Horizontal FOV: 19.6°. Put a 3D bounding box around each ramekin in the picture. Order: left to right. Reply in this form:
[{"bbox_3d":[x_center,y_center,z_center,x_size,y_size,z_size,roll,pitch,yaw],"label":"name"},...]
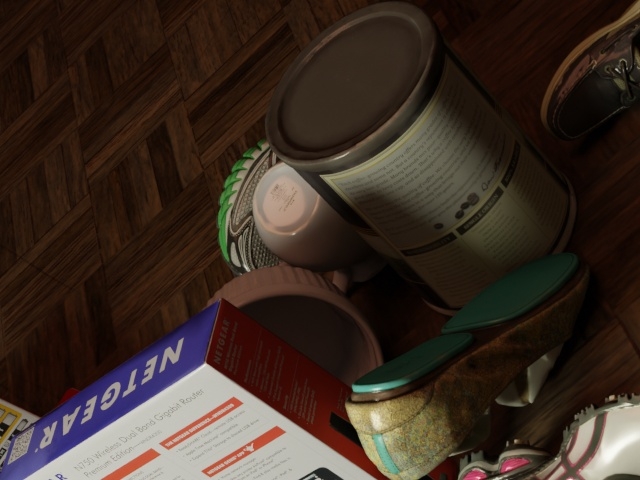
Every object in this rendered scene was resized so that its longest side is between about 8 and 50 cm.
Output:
[{"bbox_3d":[-0.042,0.124,1.950,0.207,0.207,0.109,-45,23,10],"label":"ramekin"}]

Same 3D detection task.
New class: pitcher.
[{"bbox_3d":[0.000,0.000,2.026,0.125,0.207,0.177,32,94,31],"label":"pitcher"}]

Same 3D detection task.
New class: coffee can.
[{"bbox_3d":[0.105,-0.078,1.873,0.201,0.275,0.201,-26,40,25],"label":"coffee can"}]

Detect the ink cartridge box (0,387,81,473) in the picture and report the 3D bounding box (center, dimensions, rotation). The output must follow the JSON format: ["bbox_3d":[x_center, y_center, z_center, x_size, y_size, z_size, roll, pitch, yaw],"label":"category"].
[{"bbox_3d":[-0.361,0.287,2.259,0.309,0.130,0.272,11,65,57],"label":"ink cartridge box"}]

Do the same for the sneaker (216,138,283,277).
[{"bbox_3d":[0.006,-0.090,2.177,0.343,0.134,0.146,-55,31,-8],"label":"sneaker"}]

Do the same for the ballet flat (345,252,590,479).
[{"bbox_3d":[0.151,0.122,1.740,0.123,0.123,0.348,-17,9,43],"label":"ballet flat"}]

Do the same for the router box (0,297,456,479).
[{"bbox_3d":[-0.093,0.230,1.766,0.335,0.301,0.082,-33,31,37],"label":"router box"}]

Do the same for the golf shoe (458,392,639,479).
[{"bbox_3d":[0.240,0.214,1.602,0.273,0.105,0.120,-31,50,40],"label":"golf shoe"}]

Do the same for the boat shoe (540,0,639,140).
[{"bbox_3d":[0.322,-0.187,1.918,0.223,0.080,0.073,-44,26,3],"label":"boat shoe"}]
